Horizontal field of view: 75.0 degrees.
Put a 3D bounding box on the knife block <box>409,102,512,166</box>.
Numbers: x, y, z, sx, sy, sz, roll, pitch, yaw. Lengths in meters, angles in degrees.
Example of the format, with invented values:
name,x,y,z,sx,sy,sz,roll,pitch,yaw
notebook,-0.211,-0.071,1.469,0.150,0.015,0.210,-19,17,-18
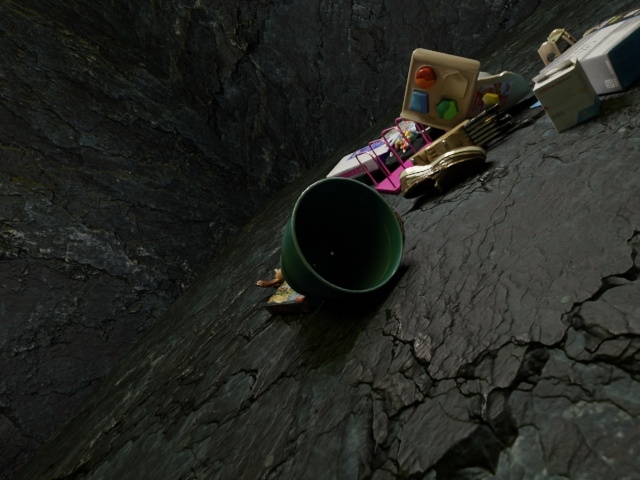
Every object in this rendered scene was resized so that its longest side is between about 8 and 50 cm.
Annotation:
name,x,y,z,sx,sy,sz,roll,pitch,yaw
knife block,0.442,-0.314,1.297,0.242,0.088,0.275,-37,5,-23

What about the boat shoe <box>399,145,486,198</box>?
name,x,y,z,sx,sy,sz,roll,pitch,yaw
boat shoe,0.346,-0.179,1.186,0.257,0.095,0.095,-19,57,40

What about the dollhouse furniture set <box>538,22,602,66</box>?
name,x,y,z,sx,sy,sz,roll,pitch,yaw
dollhouse furniture set,0.801,-0.628,1.343,0.182,0.101,0.161,-48,17,-30

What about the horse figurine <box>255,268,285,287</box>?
name,x,y,z,sx,sy,sz,roll,pitch,yaw
horse figurine,-0.105,0.093,1.473,0.263,0.066,0.174,-40,8,-14

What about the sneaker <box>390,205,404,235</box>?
name,x,y,z,sx,sy,sz,roll,pitch,yaw
sneaker,0.179,-0.028,1.157,0.086,0.064,0.192,-41,12,22

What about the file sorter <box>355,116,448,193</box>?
name,x,y,z,sx,sy,sz,roll,pitch,yaw
file sorter,0.301,-0.336,1.529,0.290,0.182,0.202,-40,14,-4

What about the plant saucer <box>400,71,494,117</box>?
name,x,y,z,sx,sy,sz,roll,pitch,yaw
plant saucer,0.505,-0.593,1.665,0.400,0.101,0.400,-16,4,1

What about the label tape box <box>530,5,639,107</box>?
name,x,y,z,sx,sy,sz,roll,pitch,yaw
label tape box,0.721,-0.480,1.091,0.240,0.106,0.334,-39,15,-1

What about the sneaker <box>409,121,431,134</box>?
name,x,y,z,sx,sy,sz,roll,pitch,yaw
sneaker,0.517,-0.564,1.904,0.237,0.085,0.086,-37,30,13

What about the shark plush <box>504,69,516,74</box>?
name,x,y,z,sx,sy,sz,roll,pitch,yaw
shark plush,0.723,-0.623,1.624,0.161,0.073,0.067,-79,12,-61

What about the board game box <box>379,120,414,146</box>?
name,x,y,z,sx,sy,sz,roll,pitch,yaw
board game box,0.432,-0.568,2.179,0.213,0.046,0.317,-40,14,0

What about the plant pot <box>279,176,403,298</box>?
name,x,y,z,sx,sy,sz,roll,pitch,yaw
plant pot,0.019,0.024,1.024,0.272,0.271,0.255,-48,3,-30

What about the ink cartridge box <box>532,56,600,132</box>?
name,x,y,z,sx,sy,sz,roll,pitch,yaw
ink cartridge box,0.574,-0.348,0.976,0.092,0.143,0.090,-23,22,46

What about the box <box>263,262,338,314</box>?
name,x,y,z,sx,sy,sz,roll,pitch,yaw
box,-0.055,0.146,1.228,0.159,0.044,0.233,-48,17,-31

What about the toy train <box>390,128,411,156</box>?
name,x,y,z,sx,sy,sz,roll,pitch,yaw
toy train,0.364,-0.455,1.929,0.166,0.046,0.125,-9,57,68

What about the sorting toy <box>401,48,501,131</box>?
name,x,y,z,sx,sy,sz,roll,pitch,yaw
sorting toy,0.415,-0.452,1.312,0.041,0.307,0.229,-52,-24,-42

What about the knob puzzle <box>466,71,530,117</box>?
name,x,y,z,sx,sy,sz,roll,pitch,yaw
knob puzzle,0.574,-0.477,1.348,0.213,0.213,0.030,-26,57,40

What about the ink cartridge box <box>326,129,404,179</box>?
name,x,y,z,sx,sy,sz,roll,pitch,yaw
ink cartridge box,0.200,-0.353,1.817,0.370,0.069,0.176,-17,28,50

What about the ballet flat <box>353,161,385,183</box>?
name,x,y,z,sx,sy,sz,roll,pitch,yaw
ballet flat,0.207,-0.308,1.936,0.232,0.080,0.073,-30,-11,22
